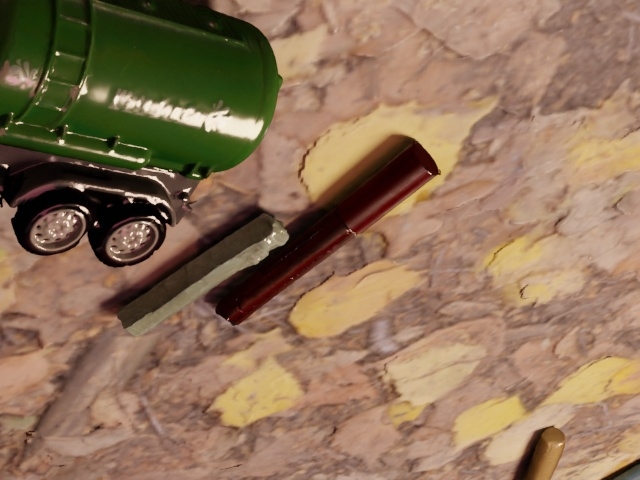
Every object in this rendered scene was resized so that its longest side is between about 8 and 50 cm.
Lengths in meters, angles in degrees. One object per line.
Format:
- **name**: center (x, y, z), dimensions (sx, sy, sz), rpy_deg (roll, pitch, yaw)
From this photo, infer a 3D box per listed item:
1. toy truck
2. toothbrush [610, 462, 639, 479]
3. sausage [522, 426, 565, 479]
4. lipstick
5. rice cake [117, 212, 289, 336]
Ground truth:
- **toy truck**: center (-0.136, -0.071, 0.659), dimensions (0.243, 0.101, 0.125), rpy_deg (9, 130, -41)
- **toothbrush**: center (0.271, 0.242, 1.375), dimensions (0.276, 0.025, 0.019), rpy_deg (-33, 150, 11)
- **sausage**: center (0.196, 0.211, 1.286), dimensions (0.024, 0.024, 0.132), rpy_deg (-12, 143, -16)
- **lipstick**: center (0.000, 0.000, 0.894), dimensions (0.176, 0.027, 0.027), rpy_deg (-37, 143, 23)
- **rice cake**: center (-0.073, 0.022, 0.883), dimensions (0.121, 0.021, 0.022), rpy_deg (-34, 154, 14)
